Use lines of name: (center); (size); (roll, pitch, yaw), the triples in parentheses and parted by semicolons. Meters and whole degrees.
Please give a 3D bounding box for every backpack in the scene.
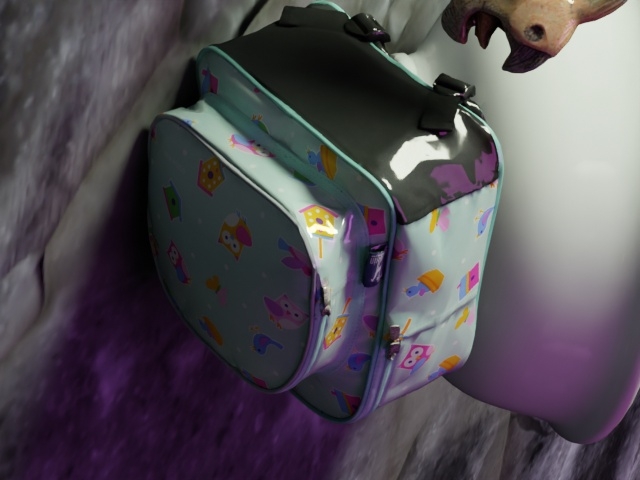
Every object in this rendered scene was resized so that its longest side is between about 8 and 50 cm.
backpack: (0.000, 0.000, 0.953); (0.144, 0.166, 0.188); (-33, 141, -26)

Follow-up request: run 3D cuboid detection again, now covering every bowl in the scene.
bowl: (0.099, -0.034, 1.091); (0.298, 0.134, 0.298); (-176, -90, -82)

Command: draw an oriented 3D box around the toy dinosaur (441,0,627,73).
toy dinosaur: (0.083, -0.246, 0.838); (0.127, 0.200, 0.295); (-39, 144, -46)
